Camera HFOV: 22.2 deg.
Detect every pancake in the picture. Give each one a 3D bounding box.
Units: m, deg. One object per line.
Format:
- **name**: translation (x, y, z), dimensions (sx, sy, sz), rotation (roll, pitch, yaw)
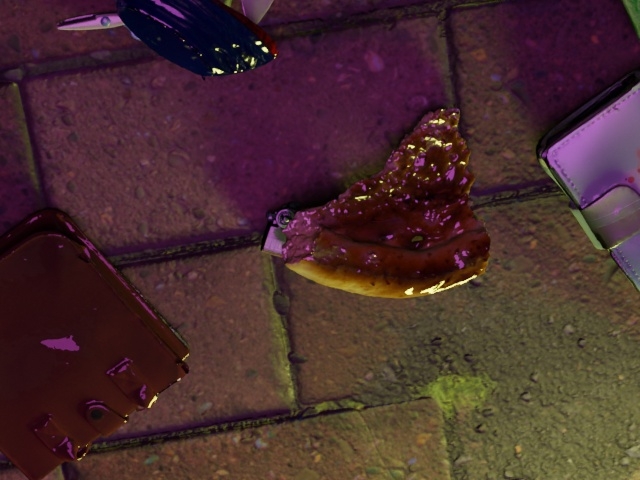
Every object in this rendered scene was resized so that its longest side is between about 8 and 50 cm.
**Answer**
- **pancake**: translation (0.101, -0.046, 1.930), dimensions (0.266, 0.057, 0.244), rotation (13, 101, -24)

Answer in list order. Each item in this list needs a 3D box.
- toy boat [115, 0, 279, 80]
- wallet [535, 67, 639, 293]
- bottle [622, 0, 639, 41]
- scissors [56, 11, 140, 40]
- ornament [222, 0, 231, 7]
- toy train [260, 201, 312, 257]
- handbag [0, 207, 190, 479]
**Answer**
- **toy boat**: translation (-0.092, -0.299, 1.750), dimensions (0.318, 0.072, 0.219), rotation (-42, 108, -35)
- **wallet**: translation (0.388, -0.065, 1.964), dimensions (0.176, 0.075, 0.250), rotation (-35, 110, 6)
- **bottle**: translation (0.343, -0.374, 1.822), dimensions (0.093, 0.093, 0.330), rotation (-25, 112, 5)
- **scissors**: translation (-0.241, -0.251, 1.863), dimensions (0.119, 0.014, 0.058), rotation (-8, 112, -5)
- **ornament**: translation (-0.221, -0.316, 1.777), dimensions (0.285, 0.120, 0.130), rotation (33, 88, -21)
- **toy train**: translation (0.000, 0.000, 1.975), dimensions (0.148, 0.038, 0.071), rotation (16, 111, -11)
- **handbag**: translation (-0.331, 0.128, 1.979), dimensions (0.260, 0.084, 0.275), rotation (-35, 112, 7)
